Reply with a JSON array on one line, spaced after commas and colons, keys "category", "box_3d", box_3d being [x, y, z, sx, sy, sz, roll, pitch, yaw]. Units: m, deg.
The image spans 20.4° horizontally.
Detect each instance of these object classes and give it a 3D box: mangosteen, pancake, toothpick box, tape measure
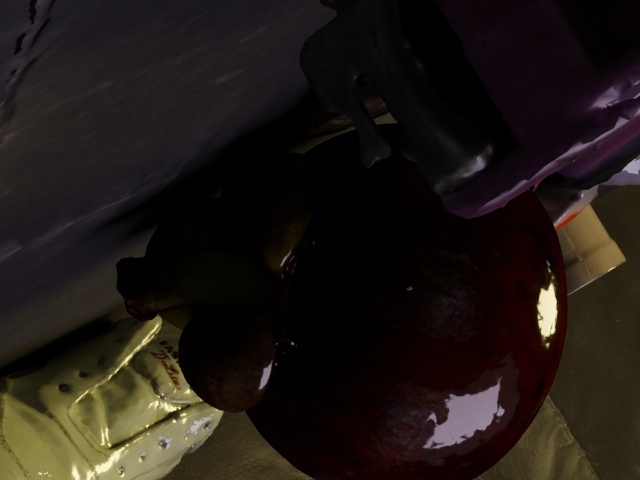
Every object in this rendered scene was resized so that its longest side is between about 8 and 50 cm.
[{"category": "mangosteen", "box_3d": [0.010, 0.034, 0.999, 0.257, 0.215, 0.215, 10, 160, -15]}, {"category": "pancake", "box_3d": [0.074, -0.092, 0.954, 0.184, 0.020, 0.190, -20, -178, 2]}, {"category": "toothpick box", "box_3d": [0.224, -0.019, 1.767, 0.098, 0.149, 0.098, -30, 174, -4]}, {"category": "tape measure", "box_3d": [0.140, -0.107, 0.680, 0.245, 0.149, 0.231, -33, 172, 27]}]

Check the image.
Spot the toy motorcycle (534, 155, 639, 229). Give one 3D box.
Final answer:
[{"category": "toy motorcycle", "box_3d": [0.214, -0.089, 1.087, 0.260, 0.171, 0.110, -32, 172, -7]}]

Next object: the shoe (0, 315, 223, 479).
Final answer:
[{"category": "shoe", "box_3d": [-0.160, 0.124, 1.249, 0.210, 0.132, 0.342, -35, 177, 4]}]
